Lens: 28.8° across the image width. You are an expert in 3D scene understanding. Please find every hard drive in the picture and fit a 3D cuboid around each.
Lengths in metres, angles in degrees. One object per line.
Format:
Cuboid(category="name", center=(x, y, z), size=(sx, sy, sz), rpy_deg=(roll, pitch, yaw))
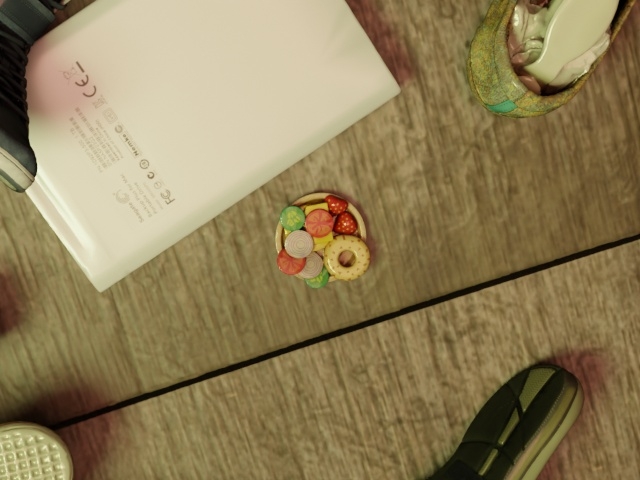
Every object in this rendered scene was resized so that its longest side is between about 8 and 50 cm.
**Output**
Cuboid(category="hard drive", center=(-0.115, -0.124, 1.043), size=(0.307, 0.040, 0.203), rpy_deg=(-34, 103, 0))

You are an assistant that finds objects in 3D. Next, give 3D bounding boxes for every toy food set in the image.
Cuboid(category="toy food set", center=(0.000, 0.000, 1.090), size=(0.083, 0.020, 0.083), rpy_deg=(-12, 102, -5))

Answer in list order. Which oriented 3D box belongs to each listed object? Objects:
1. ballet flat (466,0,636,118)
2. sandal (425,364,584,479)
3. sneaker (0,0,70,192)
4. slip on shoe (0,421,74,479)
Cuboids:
Cuboid(category="ballet flat", center=(0.240, -0.253, 1.025), size=(0.123, 0.123, 0.348), rpy_deg=(30, 95, -11))
Cuboid(category="sandal", center=(0.141, 0.247, 1.111), size=(0.086, 0.120, 0.303), rpy_deg=(40, 93, -26))
Cuboid(category="sneaker", center=(-0.235, -0.149, 0.948), size=(0.163, 0.226, 0.086), rpy_deg=(-42, 144, -2))
Cuboid(category="slip on shoe", center=(-0.329, 0.268, 1.043), size=(0.123, 0.101, 0.331), rpy_deg=(39, 103, -12))
